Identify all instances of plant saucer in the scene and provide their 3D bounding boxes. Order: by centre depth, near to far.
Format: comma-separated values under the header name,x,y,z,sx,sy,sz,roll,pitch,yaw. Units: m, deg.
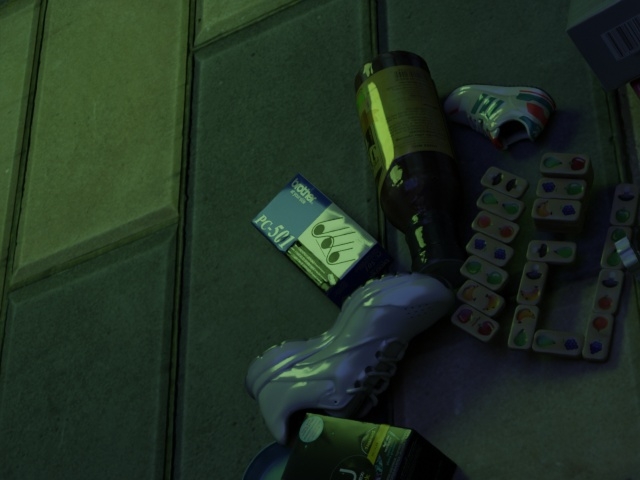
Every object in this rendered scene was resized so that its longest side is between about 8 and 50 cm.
name,x,y,z,sx,sy,sz,roll,pitch,yaw
plant saucer,-0.044,0.297,1.986,0.119,0.021,0.119,-21,48,26

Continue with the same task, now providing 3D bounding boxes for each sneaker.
name,x,y,z,sx,sy,sz,roll,pitch,yaw
sneaker,0.048,0.148,1.972,0.297,0.111,0.129,-38,48,20
sneaker,0.218,-0.154,2.085,0.161,0.057,0.075,3,56,37

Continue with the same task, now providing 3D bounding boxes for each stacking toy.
name,x,y,z,sx,sy,sz,roll,pitch,yaw
stacking toy,0.433,0.039,1.776,0.167,0.052,0.221,-32,45,15

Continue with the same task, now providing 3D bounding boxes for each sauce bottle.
name,x,y,z,sx,sy,sz,roll,pitch,yaw
sauce bottle,0.120,-0.089,2.073,0.111,0.111,0.344,-28,48,20

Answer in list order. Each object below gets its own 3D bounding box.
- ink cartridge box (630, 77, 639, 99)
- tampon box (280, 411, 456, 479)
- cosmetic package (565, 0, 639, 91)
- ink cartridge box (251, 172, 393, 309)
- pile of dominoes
name,x,y,z,sx,sy,sz,roll,pitch,yaw
ink cartridge box,0.489,-0.178,1.864,0.218,0.092,0.158,-36,44,10
tampon box,0.049,0.277,1.867,0.161,0.101,0.120,3,62,39
cosmetic package,0.376,-0.290,1.961,0.127,0.107,0.238,-28,18,28
ink cartridge box,0.000,0.000,2.152,0.097,0.046,0.207,-46,42,-1
pile of dominoes,0.258,0.013,1.905,0.196,0.040,0.251,4,61,22
